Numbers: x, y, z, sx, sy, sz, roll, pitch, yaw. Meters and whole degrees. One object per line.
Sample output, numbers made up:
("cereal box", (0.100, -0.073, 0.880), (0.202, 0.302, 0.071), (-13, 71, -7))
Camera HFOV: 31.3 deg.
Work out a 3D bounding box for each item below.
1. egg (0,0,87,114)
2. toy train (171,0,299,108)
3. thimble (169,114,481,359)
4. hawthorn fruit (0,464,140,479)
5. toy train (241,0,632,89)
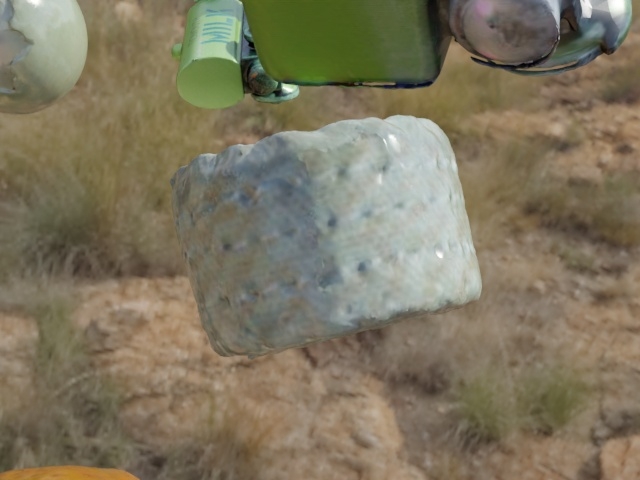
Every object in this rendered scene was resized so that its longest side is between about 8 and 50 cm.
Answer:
("egg", (-0.378, -0.255, 1.413), (0.183, 0.217, 0.183), (5, 71, -16))
("toy train", (-0.109, -0.242, 1.425), (0.157, 0.105, 0.253), (-5, 32, 1))
("thimble", (0.000, 0.000, 1.107), (0.291, 0.291, 0.195), (-9, 85, -36))
("hawthorn fruit", (-0.379, 0.562, 1.669), (0.471, 0.472, 0.472), (13, 32, -8))
("toy train", (0.078, -0.240, 0.736), (0.248, 0.173, 0.307), (3, 57, 15))
